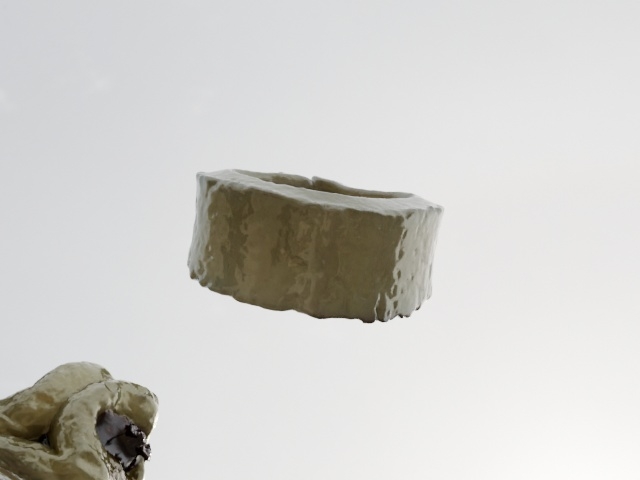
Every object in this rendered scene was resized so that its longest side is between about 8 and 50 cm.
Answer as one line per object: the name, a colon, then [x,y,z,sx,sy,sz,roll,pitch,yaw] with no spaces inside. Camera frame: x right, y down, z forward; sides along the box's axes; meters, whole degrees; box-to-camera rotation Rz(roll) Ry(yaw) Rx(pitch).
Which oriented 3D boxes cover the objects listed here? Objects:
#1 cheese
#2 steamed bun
cheese: [-0.002,-0.003,1.369,0.292,0.332,0.153,16,-81,39]
steamed bun: [-0.227,0.188,0.970,0.172,0.155,0.140,14,-40,26]
